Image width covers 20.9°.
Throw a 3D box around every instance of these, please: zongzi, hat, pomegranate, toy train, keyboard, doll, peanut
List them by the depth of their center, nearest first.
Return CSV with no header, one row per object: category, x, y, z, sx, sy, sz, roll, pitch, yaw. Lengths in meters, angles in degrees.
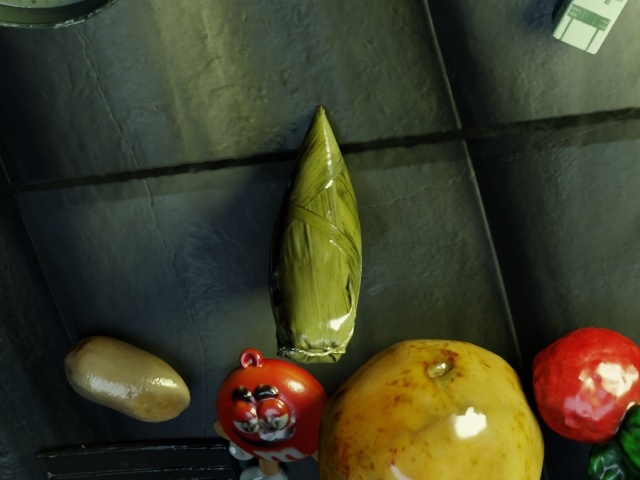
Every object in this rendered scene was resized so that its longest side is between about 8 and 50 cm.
toy train,0.279,-0.276,1.546,0.052,0.051,0.234,22,127,-7
zongzi,-0.001,0.001,1.717,0.094,0.205,0.204,5,122,-3
hat,0.362,0.218,1.797,0.332,0.242,0.274,39,104,14
pomegranate,0.117,0.222,1.824,0.248,0.248,0.248,6,125,9
doll,-0.039,0.208,1.943,0.183,0.085,0.217,-2,132,15
peanut,-0.219,0.157,1.958,0.152,0.076,0.076,23,126,0
keyboard,-0.217,0.274,2.071,0.250,0.017,0.087,-5,124,18

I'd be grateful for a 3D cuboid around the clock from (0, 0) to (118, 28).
clock,-0.294,-0.330,1.612,0.312,0.061,0.313,7,136,7
